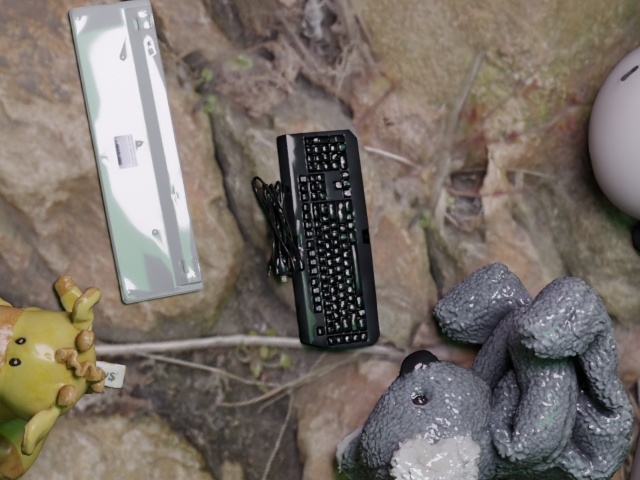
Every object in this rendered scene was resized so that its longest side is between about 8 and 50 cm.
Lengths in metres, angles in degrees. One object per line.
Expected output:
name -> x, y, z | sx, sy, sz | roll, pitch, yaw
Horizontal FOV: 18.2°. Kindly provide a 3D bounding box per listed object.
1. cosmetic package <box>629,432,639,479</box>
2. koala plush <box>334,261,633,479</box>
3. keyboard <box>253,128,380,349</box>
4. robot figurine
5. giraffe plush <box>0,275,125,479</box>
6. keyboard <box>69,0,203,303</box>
cosmetic package -> 0.350, 0.182, 1.773 | 0.107, 0.127, 0.238 | 14, 83, -16
koala plush -> 0.130, 0.154, 1.680 | 0.221, 0.196, 0.203 | -24, 103, -21
keyboard -> 0.000, 0.000, 1.728 | 0.100, 0.038, 0.192 | -7, 86, -17
robot figurine -> 0.376, -0.083, 1.780 | 0.278, 0.173, 0.209 | 11, 79, -13
giraffe plush -> -0.241, 0.103, 1.575 | 0.210, 0.170, 0.181 | -6, 87, -17
keyboard -> -0.157, -0.077, 1.702 | 0.072, 0.014, 0.256 | -10, 88, -12
